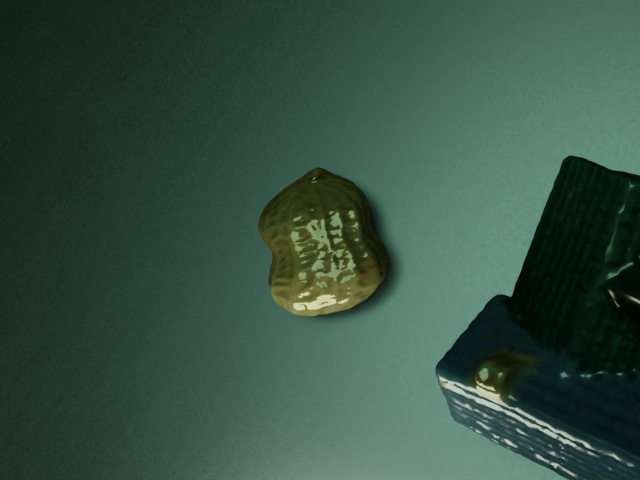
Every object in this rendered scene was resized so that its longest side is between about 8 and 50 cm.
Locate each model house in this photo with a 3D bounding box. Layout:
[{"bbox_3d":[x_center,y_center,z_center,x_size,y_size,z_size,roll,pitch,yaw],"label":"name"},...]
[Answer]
[{"bbox_3d":[0.370,0.115,1.159,0.335,0.343,0.382,23,103,32],"label":"model house"}]

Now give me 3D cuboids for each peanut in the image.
[{"bbox_3d":[0.000,0.000,1.489,0.197,0.110,0.233,-18,78,16],"label":"peanut"}]
